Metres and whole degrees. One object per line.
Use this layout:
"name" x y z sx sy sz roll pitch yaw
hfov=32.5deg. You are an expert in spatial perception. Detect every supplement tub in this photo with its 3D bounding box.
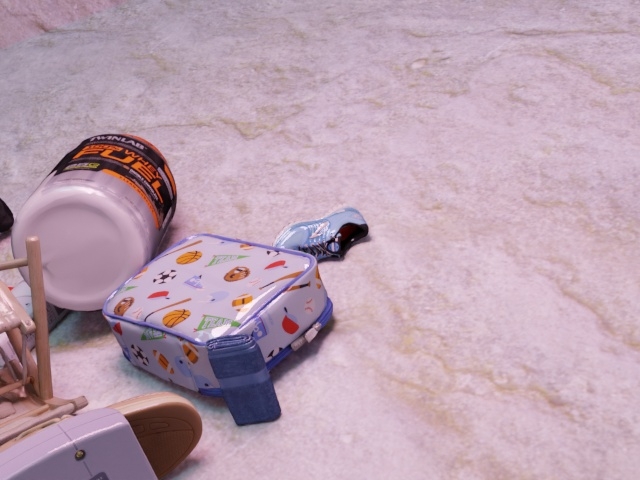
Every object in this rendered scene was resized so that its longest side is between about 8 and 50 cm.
"supplement tub" -0.342 -0.044 1.726 0.207 0.207 0.338 -16 21 8

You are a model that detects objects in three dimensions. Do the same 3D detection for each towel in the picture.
"towel" -0.093 0.169 1.345 0.067 0.119 0.029 -10 25 17

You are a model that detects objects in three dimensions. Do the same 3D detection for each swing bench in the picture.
"swing bench" -0.477 0.152 1.422 0.165 0.255 0.253 -9 8 42

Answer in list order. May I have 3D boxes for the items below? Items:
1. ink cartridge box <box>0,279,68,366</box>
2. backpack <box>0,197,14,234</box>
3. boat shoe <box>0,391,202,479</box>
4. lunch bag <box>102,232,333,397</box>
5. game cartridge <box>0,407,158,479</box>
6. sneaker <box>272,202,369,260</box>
"ink cartridge box" -0.519 0.116 1.755 0.232 0.066 0.189 6 39 31
"backpack" -0.672 -0.032 2.002 0.182 0.152 0.115 -35 22 -2
"boat shoe" -0.309 0.258 1.326 0.341 0.122 0.110 -23 31 -2
"lunch bag" -0.135 0.092 1.505 0.303 0.115 0.243 13 41 45
"game cartridge" -0.310 0.314 1.160 0.297 0.198 0.062 -33 32 -22
"sneaker" 0.000 0.000 1.621 0.162 0.063 0.073 -29 34 -15
